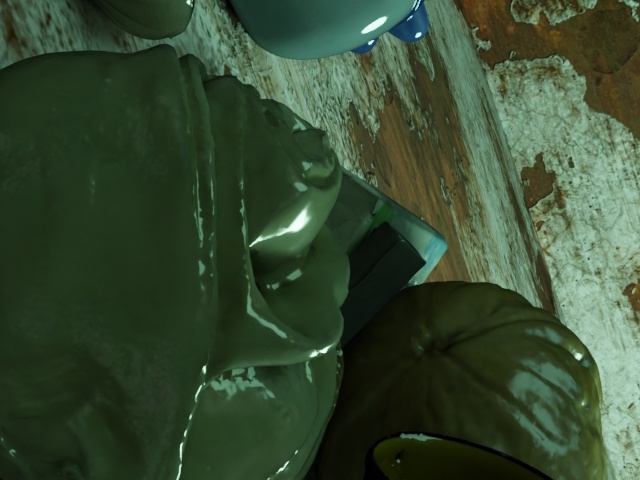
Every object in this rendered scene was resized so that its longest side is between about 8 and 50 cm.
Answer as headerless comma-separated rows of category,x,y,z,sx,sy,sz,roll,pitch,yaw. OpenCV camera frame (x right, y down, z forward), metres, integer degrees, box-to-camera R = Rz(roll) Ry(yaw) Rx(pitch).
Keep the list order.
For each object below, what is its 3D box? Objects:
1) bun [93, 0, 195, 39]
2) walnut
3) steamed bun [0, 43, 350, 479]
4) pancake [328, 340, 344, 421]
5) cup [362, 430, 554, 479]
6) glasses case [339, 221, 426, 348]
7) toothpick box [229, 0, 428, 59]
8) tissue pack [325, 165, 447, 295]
bun,-0.160,-0.232,0.971,0.138,0.094,0.138,173,-90,-71
walnut,0.140,0.204,1.161,0.333,0.333,0.333,-17,90,-72
steamed bun,-0.082,0.030,0.747,0.310,0.219,0.324,-20,93,-72
pancake,-0.045,0.108,0.984,0.152,0.025,0.151,-2,94,-34
cup,0.047,0.290,0.934,0.178,0.255,0.256,-43,151,-78
glasses case,0.011,0.066,1.059,0.042,0.190,0.072,49,9,30
toothpick box,-0.006,-0.352,1.265,0.263,0.263,0.354,-82,151,-53
tissue pack,0.000,0.000,1.168,0.159,0.145,0.229,33,3,23
